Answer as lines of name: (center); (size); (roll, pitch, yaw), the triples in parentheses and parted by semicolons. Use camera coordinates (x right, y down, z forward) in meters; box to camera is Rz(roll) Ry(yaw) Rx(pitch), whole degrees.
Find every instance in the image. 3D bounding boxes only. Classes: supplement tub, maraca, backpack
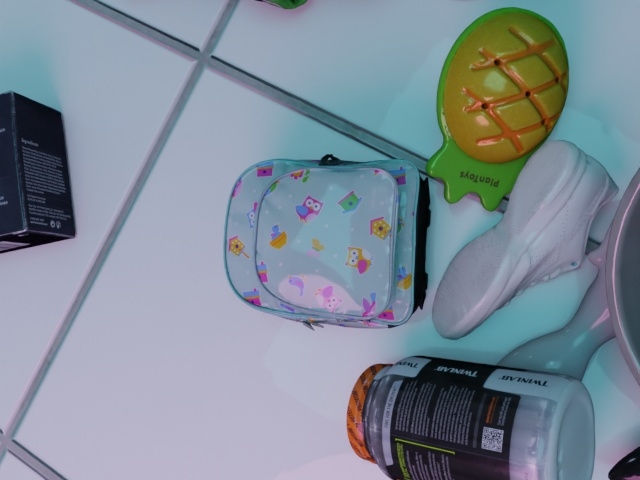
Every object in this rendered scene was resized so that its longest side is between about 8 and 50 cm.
supplement tub: (0.124, 0.162, 0.585); (0.191, 0.117, 0.116); (1, 85, 39)
maraca: (0.164, -0.119, 0.632); (0.127, 0.099, 0.185); (11, 103, -12)
backpack: (0.000, 0.000, 0.644); (0.189, 0.144, 0.165); (3, 91, 19)

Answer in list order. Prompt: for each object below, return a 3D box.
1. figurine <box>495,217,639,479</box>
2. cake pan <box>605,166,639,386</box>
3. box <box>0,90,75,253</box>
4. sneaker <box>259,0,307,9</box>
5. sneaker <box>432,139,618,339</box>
figurine: (0.287, 0.109, 0.587); (0.215, 0.092, 0.209); (41, 100, 16)
cake pan: (0.331, 0.037, 0.432); (0.293, 0.054, 0.293); (21, 117, 48)
box: (-0.378, -0.067, 0.777); (0.156, 0.093, 0.158); (-11, 83, 14)
sneaker: (-0.090, -0.307, 0.700); (0.344, 0.134, 0.146); (-1, 105, 26)
sneaker: (0.193, 0.018, 0.630); (0.094, 0.080, 0.212); (27, 109, -24)
